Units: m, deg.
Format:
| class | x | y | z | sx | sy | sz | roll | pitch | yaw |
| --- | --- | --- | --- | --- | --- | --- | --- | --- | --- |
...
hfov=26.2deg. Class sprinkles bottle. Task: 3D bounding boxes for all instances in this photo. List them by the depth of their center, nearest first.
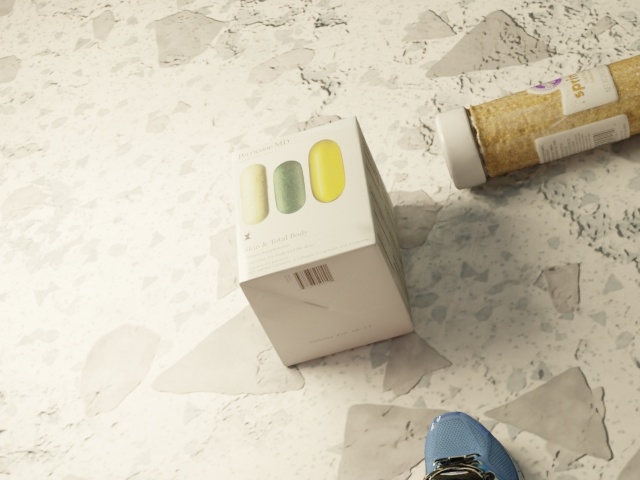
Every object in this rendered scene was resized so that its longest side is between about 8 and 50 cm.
| class | x | y | z | sx | sy | sz | roll | pitch | yaw |
| --- | --- | --- | --- | --- | --- | --- | --- | --- | --- |
| sprinkles bottle | 0.353 | -0.180 | 2.037 | 0.355 | 0.121 | 0.121 | -17 | 45 | 7 |

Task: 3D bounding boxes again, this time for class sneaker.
| class | x | y | z | sx | sy | sz | roll | pitch | yaw |
| --- | --- | --- | --- | --- | --- | --- | --- | --- | --- |
| sneaker | 0.181 | 0.304 | 1.626 | 0.130 | 0.147 | 0.330 | -19 | 31 | 5 |

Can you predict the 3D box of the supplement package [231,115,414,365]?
| class | x | y | z | sx | sy | sz | roll | pitch | yaw |
| --- | --- | --- | --- | --- | --- | --- | --- | --- | --- |
| supplement package | 0.000 | 0.000 | 1.963 | 0.199 | 0.198 | 0.262 | -16 | 45 | 9 |
